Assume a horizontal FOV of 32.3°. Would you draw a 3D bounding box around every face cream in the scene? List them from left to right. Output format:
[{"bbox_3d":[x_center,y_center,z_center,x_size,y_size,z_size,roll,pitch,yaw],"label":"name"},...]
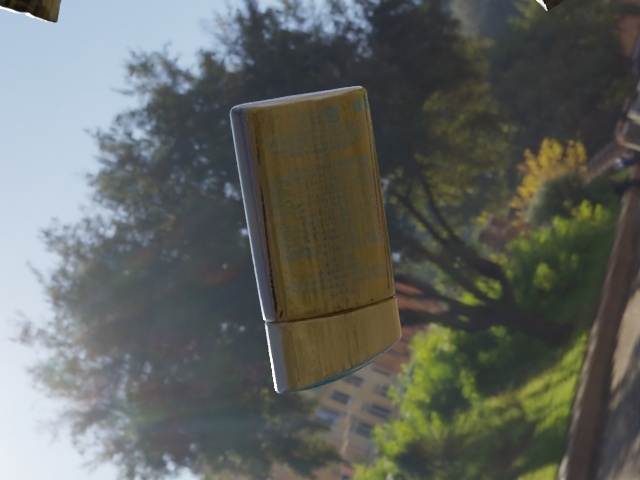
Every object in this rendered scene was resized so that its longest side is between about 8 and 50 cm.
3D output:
[{"bbox_3d":[0.000,0.000,1.079,0.067,0.139,0.285,-163,63,-71],"label":"face cream"}]

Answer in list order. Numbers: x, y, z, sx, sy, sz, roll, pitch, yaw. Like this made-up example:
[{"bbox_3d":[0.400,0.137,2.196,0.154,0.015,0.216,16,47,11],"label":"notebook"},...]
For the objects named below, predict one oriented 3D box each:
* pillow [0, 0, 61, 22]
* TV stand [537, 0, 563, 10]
[{"bbox_3d":[-0.382,-0.365,1.300,0.208,0.212,0.052,-57,34,35],"label":"pillow"},{"bbox_3d":[0.338,-0.516,1.821,0.088,0.269,0.083,-34,27,10],"label":"TV stand"}]
